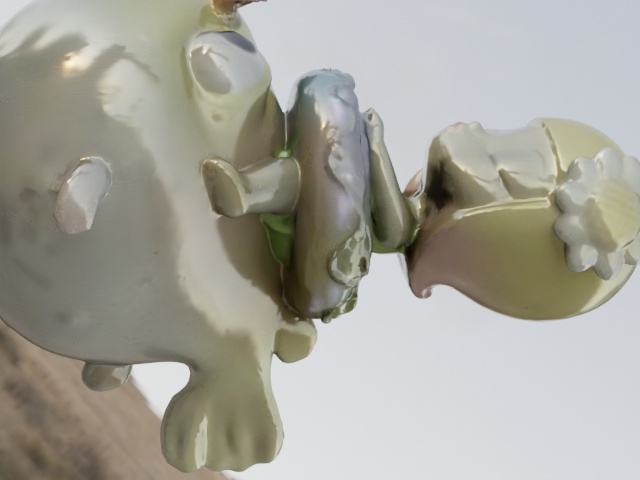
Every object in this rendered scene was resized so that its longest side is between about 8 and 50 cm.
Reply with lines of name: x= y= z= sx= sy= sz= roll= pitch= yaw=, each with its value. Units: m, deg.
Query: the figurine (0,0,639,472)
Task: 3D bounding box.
figurine: x=0.000 y=0.000 z=0.776 sx=0.226 sy=0.394 sz=0.274 roll=-115 pitch=-151 yaw=-72
